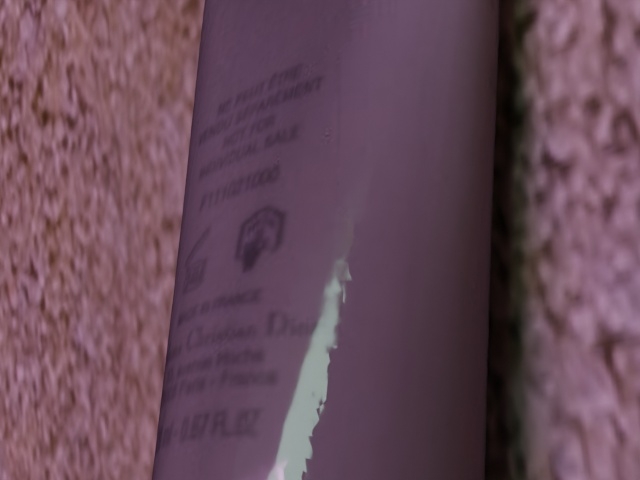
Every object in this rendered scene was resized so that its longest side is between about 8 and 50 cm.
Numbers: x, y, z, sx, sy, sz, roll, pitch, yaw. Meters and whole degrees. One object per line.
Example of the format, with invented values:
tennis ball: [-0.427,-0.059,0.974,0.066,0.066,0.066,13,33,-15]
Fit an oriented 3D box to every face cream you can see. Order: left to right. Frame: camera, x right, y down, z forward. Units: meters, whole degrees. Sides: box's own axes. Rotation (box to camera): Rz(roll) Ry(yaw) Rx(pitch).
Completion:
face cream: [0.000,0.000,0.405,0.143,0.089,0.315,-18,65,50]
